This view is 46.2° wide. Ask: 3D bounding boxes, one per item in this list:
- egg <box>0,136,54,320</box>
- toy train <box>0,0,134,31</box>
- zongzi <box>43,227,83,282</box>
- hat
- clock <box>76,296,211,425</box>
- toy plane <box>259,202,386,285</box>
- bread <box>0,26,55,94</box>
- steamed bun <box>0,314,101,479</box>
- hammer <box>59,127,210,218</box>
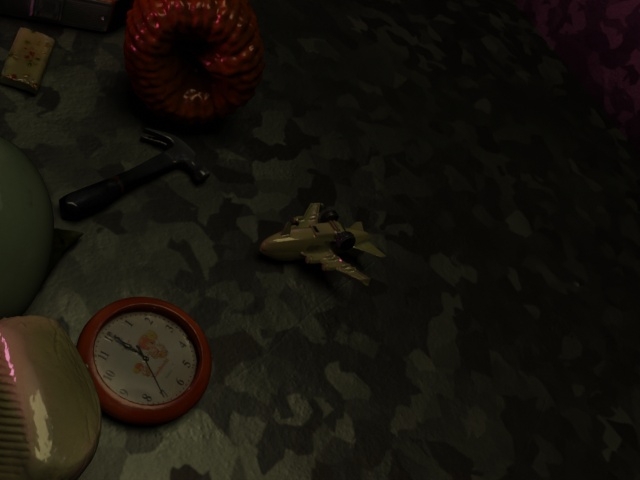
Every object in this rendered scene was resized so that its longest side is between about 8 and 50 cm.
[{"bbox_3d":[-0.469,-0.007,1.022,0.202,0.203,0.283,-1,95,-31],"label":"egg"},{"bbox_3d":[-0.560,-0.477,1.450,0.409,0.086,0.089,4,55,-29],"label":"toy train"},{"bbox_3d":[-0.416,0.028,1.170,0.113,0.052,0.104,8,60,-45],"label":"zongzi"},{"bbox_3d":[-0.237,-0.432,1.483,0.285,0.285,0.400,17,43,-19],"label":"hat"},{"bbox_3d":[-0.264,0.179,1.131,0.205,0.051,0.205,16,50,-19],"label":"clock"},{"bbox_3d":[0.000,0.000,1.409,0.244,0.092,0.229,2,39,-34],"label":"toy plane"},{"bbox_3d":[-0.541,-0.335,1.390,0.068,0.028,0.154,16,47,-18],"label":"bread"},{"bbox_3d":[-0.361,0.219,0.971,0.152,0.170,0.239,4,51,-52],"label":"steamed bun"},{"bbox_3d":[-0.340,-0.113,1.327,0.137,0.037,0.289,47,46,9],"label":"hammer"}]
